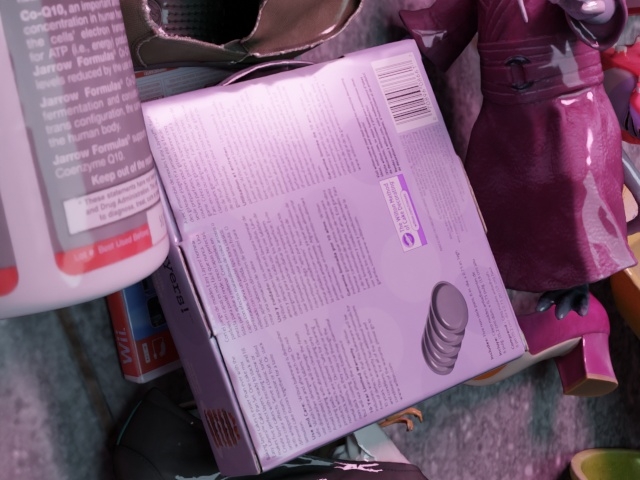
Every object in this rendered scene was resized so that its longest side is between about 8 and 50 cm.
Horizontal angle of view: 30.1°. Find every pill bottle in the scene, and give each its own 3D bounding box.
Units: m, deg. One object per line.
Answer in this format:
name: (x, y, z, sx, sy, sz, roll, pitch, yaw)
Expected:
pill bottle: (-0.191, -0.108, 0.688, 0.161, 0.161, 0.283, -20, 106, -39)

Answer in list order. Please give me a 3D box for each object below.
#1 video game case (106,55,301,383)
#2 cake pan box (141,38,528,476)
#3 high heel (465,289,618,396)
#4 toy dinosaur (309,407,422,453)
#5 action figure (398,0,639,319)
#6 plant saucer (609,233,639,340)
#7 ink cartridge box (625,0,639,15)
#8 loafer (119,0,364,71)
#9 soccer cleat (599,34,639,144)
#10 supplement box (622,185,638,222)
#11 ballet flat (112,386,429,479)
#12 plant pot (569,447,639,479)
video game case: (-0.086, -0.063, 0.877, 0.204, 0.025, 0.285, -21, 106, -39)
cake pan box: (0.000, 0.000, 0.838, 0.246, 0.070, 0.266, -21, 90, -34)
high heel: (0.178, 0.071, 1.106, 0.244, 0.082, 0.117, 11, 53, -28)
toy dinosaur: (0.012, 0.154, 0.969, 0.211, 0.064, 0.112, -24, 97, -25)
action figure: (0.194, -0.137, 0.974, 0.276, 0.248, 0.370, -20, 108, -40)
plant saucer: (0.460, 0.100, 1.254, 0.333, 0.081, 0.332, -28, 79, -42)
ink cartridge box: (0.308, -0.317, 1.097, 0.273, 0.197, 0.114, -43, 121, -31)
loafer: (-0.053, -0.161, 0.823, 0.251, 0.087, 0.094, -21, 107, -39)
soccer cleat: (0.310, -0.119, 1.109, 0.083, 0.248, 0.095, -5, 116, -2)
supplement box: (0.281, -0.037, 1.197, 0.062, 0.036, 0.098, -54, 124, -26)
ballet flat: (-0.011, 0.162, 0.876, 0.280, 0.095, 0.096, 15, 72, -23)
plant pot: (0.351, 0.371, 1.163, 0.276, 0.276, 0.253, 4, 102, -42)
